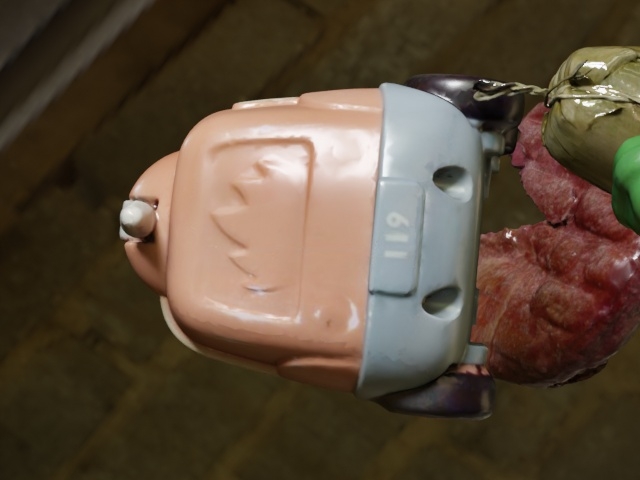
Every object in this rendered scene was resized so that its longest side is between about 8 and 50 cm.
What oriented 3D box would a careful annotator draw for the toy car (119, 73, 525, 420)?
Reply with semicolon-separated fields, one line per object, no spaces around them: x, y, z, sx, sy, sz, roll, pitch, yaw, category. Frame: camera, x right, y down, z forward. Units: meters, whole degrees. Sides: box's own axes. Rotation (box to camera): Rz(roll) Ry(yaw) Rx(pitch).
0.000;0.000;1.044;0.270;0.212;0.181;27;-112;-85;toy car

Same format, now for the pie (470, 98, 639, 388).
0.170;0.002;1.302;0.054;0.204;0.219;23;-73;-32;pie

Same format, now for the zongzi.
0.179;-0.009;0.924;0.081;0.189;0.178;155;113;-72;zongzi

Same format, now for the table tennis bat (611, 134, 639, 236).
0.233;-0.038;0.686;0.257;0.039;0.160;-10;-36;-5;table tennis bat
